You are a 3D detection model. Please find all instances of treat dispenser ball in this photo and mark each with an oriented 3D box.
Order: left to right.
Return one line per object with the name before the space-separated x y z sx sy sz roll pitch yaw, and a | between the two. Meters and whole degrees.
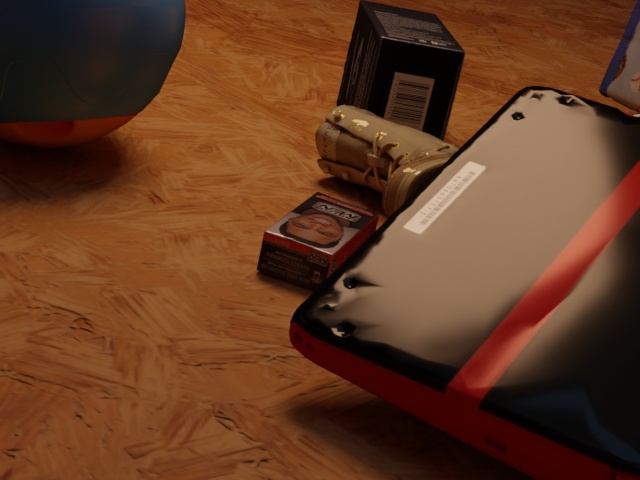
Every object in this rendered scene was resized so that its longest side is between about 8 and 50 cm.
treat dispenser ball | -0.285 -0.239 1.369 0.288 0.288 0.288 11 22 -4

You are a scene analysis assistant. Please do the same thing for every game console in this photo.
game console | 0.217 0.029 1.041 0.342 0.060 0.386 22 47 30

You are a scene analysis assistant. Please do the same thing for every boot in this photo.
boot | 0.074 -0.077 1.417 0.203 0.095 0.262 24 18 23

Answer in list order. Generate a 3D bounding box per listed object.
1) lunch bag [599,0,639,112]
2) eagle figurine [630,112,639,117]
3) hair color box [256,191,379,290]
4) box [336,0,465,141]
lunch bag | 0.676 -0.234 1.972 0.385 0.239 0.328 10 19 -42
eagle figurine | 0.474 -0.119 1.345 0.226 0.298 0.225 31 46 -39
hair color box | 0.000 0.000 1.267 0.072 0.043 0.141 19 23 14
box | 0.096 -0.203 1.670 0.108 0.153 0.207 9 23 -9
